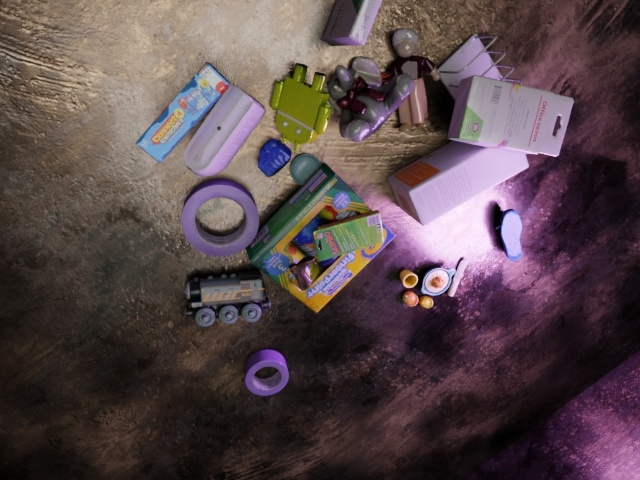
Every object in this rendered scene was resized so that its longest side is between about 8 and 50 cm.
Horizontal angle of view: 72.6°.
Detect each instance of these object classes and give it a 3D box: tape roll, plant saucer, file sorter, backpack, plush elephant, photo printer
[{"bbox_3d":[-0.367,-0.083,1.602,0.274,0.090,0.275,-5,114,-12],"label":"tape roll"},{"bbox_3d":[-0.056,-0.267,1.638,0.119,0.021,0.120,-5,113,-11],"label":"plant saucer"},{"bbox_3d":[-0.238,0.581,1.914,0.188,0.080,0.189,-5,114,-12],"label":"tape roll"},{"bbox_3d":[0.598,-0.573,1.586,0.193,0.173,0.277,-43,116,7],"label":"file sorter"},{"bbox_3d":[-0.173,-0.295,1.559,0.101,0.098,0.120,42,111,-16],"label":"backpack"},{"bbox_3d":[0.123,-0.491,1.474,0.272,0.330,0.255,-43,92,5],"label":"plush elephant"},{"bbox_3d":[-0.315,-0.343,1.419,0.107,0.256,0.308,38,101,-5],"label":"photo printer"}]

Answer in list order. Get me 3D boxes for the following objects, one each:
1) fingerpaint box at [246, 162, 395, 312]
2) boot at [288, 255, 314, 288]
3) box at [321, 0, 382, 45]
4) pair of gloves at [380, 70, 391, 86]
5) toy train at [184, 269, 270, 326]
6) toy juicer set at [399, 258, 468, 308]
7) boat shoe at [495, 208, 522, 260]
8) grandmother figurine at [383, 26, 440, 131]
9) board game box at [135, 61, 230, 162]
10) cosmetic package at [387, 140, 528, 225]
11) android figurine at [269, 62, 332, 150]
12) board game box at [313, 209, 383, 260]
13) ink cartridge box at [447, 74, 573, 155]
[{"bbox_3d":[0.000,0.000,1.673,0.445,0.163,0.371,-44,119,7],"label":"fingerpaint box"},{"bbox_3d":[-0.048,0.120,1.600,0.106,0.037,0.114,-23,118,11],"label":"boot"},{"bbox_3d":[0.106,-0.717,1.323,0.058,0.322,0.233,17,107,-23],"label":"box"},{"bbox_3d":[0.228,-0.559,1.562,0.010,0.074,0.083,-40,116,-46],"label":"pair of gloves"},{"bbox_3d":[-0.364,0.222,1.712,0.333,0.142,0.191,-4,101,-10],"label":"toy train"},{"bbox_3d":[0.514,0.212,1.938,0.328,0.089,0.210,-9,114,-10],"label":"toy juicer set"},{"bbox_3d":[0.823,-0.029,1.918,0.108,0.089,0.259,-10,120,5],"label":"boat shoe"},{"bbox_3d":[0.324,-0.576,1.556,0.207,0.104,0.343,-16,116,0],"label":"grandmother figurine"},{"bbox_3d":[-0.411,-0.403,1.337,0.302,0.308,0.086,-45,114,6],"label":"board game box"},{"bbox_3d":[0.515,-0.259,1.665,0.453,0.230,0.162,-29,115,-1],"label":"cosmetic package"},{"bbox_3d":[-0.069,-0.441,1.468,0.056,0.248,0.273,-23,142,-50],"label":"android figurine"},{"bbox_3d":[0.101,-0.017,1.584,0.259,0.039,0.124,-17,116,-13],"label":"board game box"},{"bbox_3d":[0.633,-0.410,1.465,0.353,0.119,0.207,10,100,-6],"label":"ink cartridge box"}]
